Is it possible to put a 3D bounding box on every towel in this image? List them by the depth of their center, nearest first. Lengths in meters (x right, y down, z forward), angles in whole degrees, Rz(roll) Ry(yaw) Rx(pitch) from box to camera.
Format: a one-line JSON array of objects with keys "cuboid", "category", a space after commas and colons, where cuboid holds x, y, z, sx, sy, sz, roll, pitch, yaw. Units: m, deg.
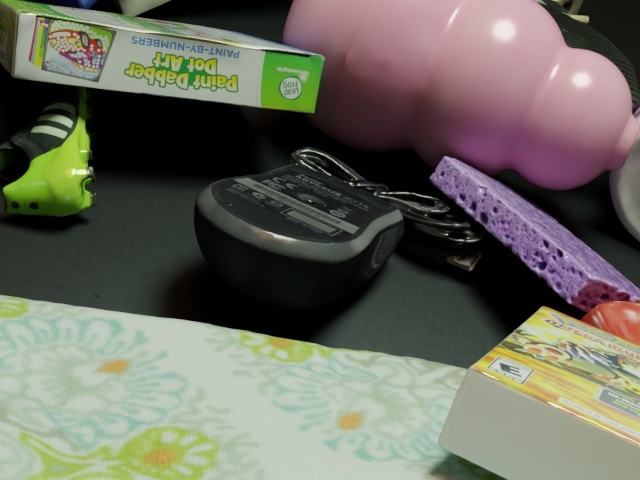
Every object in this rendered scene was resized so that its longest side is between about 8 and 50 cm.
[{"cuboid": [-0.022, 0.127, 0.393, 0.375, 0.090, 0.320, 11, 18, -11], "category": "towel"}]

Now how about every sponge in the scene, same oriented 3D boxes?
[{"cuboid": [0.185, 0.004, 0.758, 0.117, 0.031, 0.210, 24, 17, -35], "category": "sponge"}]

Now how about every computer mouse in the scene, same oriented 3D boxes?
[{"cuboid": [0.000, 0.000, 0.703, 0.188, 0.072, 0.272, 27, 20, 20], "category": "computer mouse"}]

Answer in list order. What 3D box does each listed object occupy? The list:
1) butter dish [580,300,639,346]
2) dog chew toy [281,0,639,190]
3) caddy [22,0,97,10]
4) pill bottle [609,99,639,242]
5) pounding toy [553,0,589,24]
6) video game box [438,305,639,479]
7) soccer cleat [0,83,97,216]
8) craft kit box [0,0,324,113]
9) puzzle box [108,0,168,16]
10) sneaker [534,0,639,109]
[{"cuboid": [0.232, 0.093, 0.610, 0.160, 0.118, 0.160, 13, 31, -5], "category": "butter dish"}, {"cuboid": [0.134, -0.153, 0.871, 0.332, 0.206, 0.206, 25, 32, 13], "category": "dog chew toy"}, {"cuboid": [-0.315, -0.388, 0.957, 0.341, 0.241, 0.179, 27, 66, 15], "category": "caddy"}, {"cuboid": [0.408, -0.108, 0.968, 0.169, 0.169, 0.301, 25, 33, 13], "category": "pill bottle"}, {"cuboid": [0.301, -0.327, 1.358, 0.181, 0.094, 0.206, 37, 45, 22], "category": "pounding toy"}, {"cuboid": [0.181, 0.102, 0.455, 0.205, 0.048, 0.187, 23, 11, 19], "category": "video game box"}, {"cuboid": [-0.214, -0.079, 0.729, 0.072, 0.060, 0.179, -5, 35, -10], "category": "soccer cleat"}, {"cuboid": [-0.158, -0.169, 0.828, 0.247, 0.061, 0.250, 6, 13, -25], "category": "craft kit box"}, {"cuboid": [-0.122, -0.431, 1.177, 0.409, 0.052, 0.272, -28, 47, -16], "category": "puzzle box"}, {"cuboid": [0.232, -0.192, 1.048, 0.122, 0.146, 0.330, 12, 31, -26], "category": "sneaker"}]
